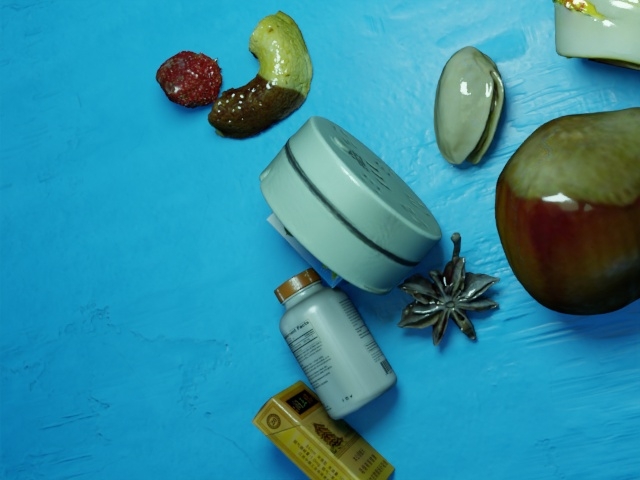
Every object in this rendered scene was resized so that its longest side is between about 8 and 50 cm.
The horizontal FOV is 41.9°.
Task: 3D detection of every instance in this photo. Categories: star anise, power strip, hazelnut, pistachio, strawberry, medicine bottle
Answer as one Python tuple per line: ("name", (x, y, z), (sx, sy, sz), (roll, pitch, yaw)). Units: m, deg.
("star anise", (0.247, 0.097, 1.614), (0.209, 0.089, 0.231), (23, 107, -21))
("power strip", (0.067, -0.064, 1.568), (0.357, 0.357, 0.161), (46, 106, 11))
("hazelnut", (0.473, -0.054, 1.440), (0.366, 0.366, 0.366), (1, 92, 18))
("pistachio", (0.283, -0.257, 1.596), (0.152, 0.126, 0.223), (9, 101, 52))
("strawberry", (-0.280, -0.342, 1.761), (0.131, 0.148, 0.131), (0, 90, 18))
("medicine bottle", (0.019, 0.200, 1.677), (0.157, 0.157, 0.289), (-34, 81, 16))

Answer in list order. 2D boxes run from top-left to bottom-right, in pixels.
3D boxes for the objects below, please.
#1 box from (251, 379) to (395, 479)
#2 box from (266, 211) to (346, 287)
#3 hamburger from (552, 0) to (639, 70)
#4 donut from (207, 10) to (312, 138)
("box", (0.009, 0.413, 1.678), (0.274, 0.174, 0.076), (41, 102, 13))
("box", (0.001, 0.000, 1.685), (0.194, 0.139, 0.073), (47, 105, 12))
("hamburger", (0.537, -0.383, 1.428), (0.294, 0.276, 0.179), (15, 107, 12))
("donut", (-0.117, -0.321, 1.728), (0.151, 0.112, 0.295), (34, 103, 16))
